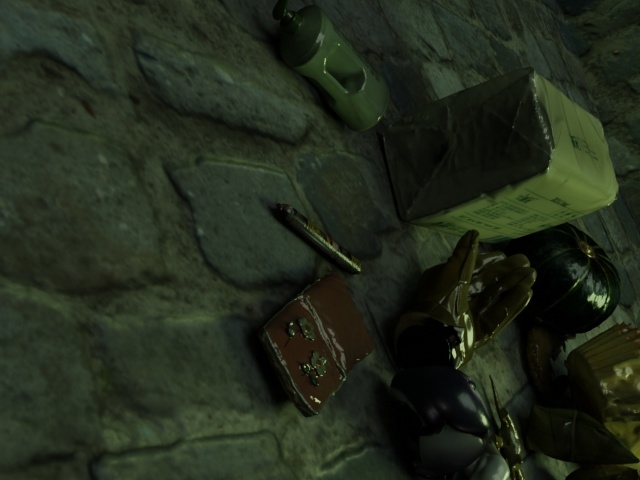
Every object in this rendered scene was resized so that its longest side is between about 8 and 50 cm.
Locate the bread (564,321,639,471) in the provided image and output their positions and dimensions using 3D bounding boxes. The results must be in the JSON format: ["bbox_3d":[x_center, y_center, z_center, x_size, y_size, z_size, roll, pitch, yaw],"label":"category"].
[{"bbox_3d":[0.610,0.325,1.772,0.389,0.183,0.236,66,2,-47],"label":"bread"}]

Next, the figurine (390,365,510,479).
[{"bbox_3d":[0.180,0.266,1.224,0.222,0.145,0.145,57,30,-21],"label":"figurine"}]

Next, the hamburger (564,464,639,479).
[{"bbox_3d":[0.529,0.499,1.598,0.215,0.189,0.122,53,41,-27],"label":"hamburger"}]

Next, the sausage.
[{"bbox_3d":[0.000,0.000,1.217,0.198,0.025,0.028,40,41,-41],"label":"sausage"}]

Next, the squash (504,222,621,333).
[{"bbox_3d":[0.487,0.070,1.808,0.252,0.165,0.252,30,32,-20],"label":"squash"}]

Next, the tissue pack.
[{"bbox_3d":[0.328,-0.133,1.586,0.380,0.297,0.207,13,62,-58],"label":"tissue pack"}]

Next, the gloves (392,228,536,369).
[{"bbox_3d":[0.219,0.101,1.400,0.154,0.141,0.331,43,39,8],"label":"gloves"}]

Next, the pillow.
[{"bbox_3d":[-0.002,0.123,1.109,0.126,0.043,0.232,64,28,-5],"label":"pillow"}]

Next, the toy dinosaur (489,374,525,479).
[{"bbox_3d":[0.318,0.327,1.517,0.162,0.039,0.126,-86,152,-47],"label":"toy dinosaur"}]

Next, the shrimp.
[{"bbox_3d":[0.475,0.246,1.818,0.253,0.058,0.173,1,76,-58],"label":"shrimp"}]

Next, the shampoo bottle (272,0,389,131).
[{"bbox_3d":[0.007,-0.276,1.359,0.234,0.087,0.118,40,38,-39],"label":"shampoo bottle"}]

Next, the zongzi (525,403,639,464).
[{"bbox_3d":[0.500,0.363,1.628,0.205,0.204,0.094,18,82,-57],"label":"zongzi"}]

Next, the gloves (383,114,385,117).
[{"bbox_3d":[0.095,-0.242,1.532,0.044,0.037,0.081,-44,132,-22],"label":"gloves"}]
